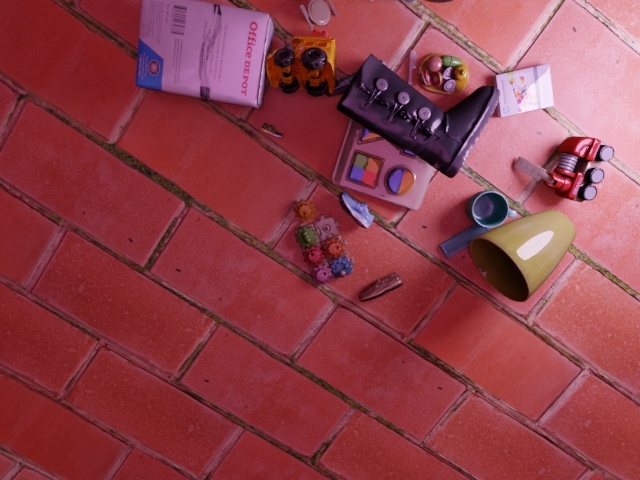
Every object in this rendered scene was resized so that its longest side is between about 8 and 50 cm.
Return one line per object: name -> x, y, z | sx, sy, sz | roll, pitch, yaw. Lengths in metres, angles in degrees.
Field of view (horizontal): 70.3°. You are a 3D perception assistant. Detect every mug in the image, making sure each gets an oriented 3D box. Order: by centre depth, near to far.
mug -> 0.604, -0.106, 1.639 | 0.158, 0.097, 0.129 | 44, 95, -7

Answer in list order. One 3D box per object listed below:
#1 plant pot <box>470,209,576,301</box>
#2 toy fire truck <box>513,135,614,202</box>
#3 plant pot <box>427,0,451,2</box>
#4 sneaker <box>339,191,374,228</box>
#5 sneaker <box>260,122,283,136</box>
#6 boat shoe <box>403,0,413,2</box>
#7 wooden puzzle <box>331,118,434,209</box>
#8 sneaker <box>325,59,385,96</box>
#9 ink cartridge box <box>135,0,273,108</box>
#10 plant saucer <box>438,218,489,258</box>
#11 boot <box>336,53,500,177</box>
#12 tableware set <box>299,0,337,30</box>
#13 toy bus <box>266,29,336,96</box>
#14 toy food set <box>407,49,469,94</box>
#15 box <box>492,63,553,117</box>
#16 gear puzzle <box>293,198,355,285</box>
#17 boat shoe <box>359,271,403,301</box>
plant pot -> 0.738, 0.023, 1.608 | 0.294, 0.275, 0.274 | -34, 101, -8
toy fire truck -> 0.844, -0.270, 1.598 | 0.247, 0.158, 0.216 | 14, 103, -14
plant pot -> 0.392, -0.939, 1.350 | 0.323, 0.323, 0.280 | 38, 68, -8
sneaker -> 0.133, -0.120, 1.663 | 0.073, 0.063, 0.162 | -46, 104, -9
sneaker -> -0.168, -0.389, 1.605 | 0.083, 0.031, 0.035 | 20, 101, -5
boat shoe -> 0.170, -0.850, 1.491 | 0.320, 0.116, 0.099 | 18, 145, -11
wooden puzzle -> 0.245, -0.301, 1.604 | 0.348, 0.080, 0.321 | 17, 101, -5
sneaker -> 0.131, -0.525, 1.556 | 0.224, 0.083, 0.098 | -24, 114, 9
ink cartridge box -> -0.369, -0.607, 1.486 | 0.396, 0.166, 0.285 | 10, 103, -2
plant saucer -> 0.542, -0.004, 1.705 | 0.192, 0.018, 0.067 | -32, 101, 7
boot -> 0.325, -0.464, 1.493 | 0.446, 0.146, 0.366 | 31, 74, -1
tableware set -> -0.038, -0.802, 1.503 | 0.128, 0.039, 0.194 | -37, 108, -23
toy bus -> -0.050, -0.606, 1.502 | 0.221, 0.149, 0.211 | 6, 66, 8
toy food set -> 0.407, -0.574, 1.550 | 0.218, 0.071, 0.128 | 9, 102, -2
box -> 0.704, -0.520, 1.582 | 0.187, 0.038, 0.145 | -11, 102, 3
gear puzzle -> 0.000, 0.000, 1.686 | 0.176, 0.044, 0.338 | -21, 102, 4
boat shoe -> 0.223, 0.178, 1.726 | 0.178, 0.064, 0.060 | -27, 71, 4
